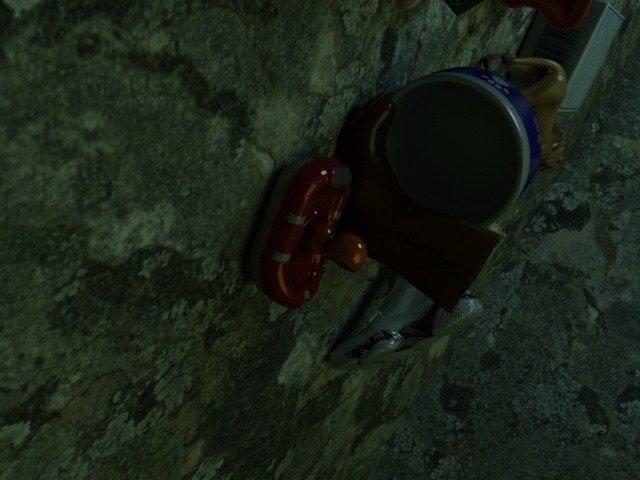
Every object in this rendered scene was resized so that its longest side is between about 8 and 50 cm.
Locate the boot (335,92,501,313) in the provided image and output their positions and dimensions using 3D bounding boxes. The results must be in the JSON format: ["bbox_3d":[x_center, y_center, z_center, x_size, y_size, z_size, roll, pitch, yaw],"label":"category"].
[{"bbox_3d":[0.144,-0.059,1.011,0.096,0.280,0.264,-10,126,-61],"label":"boot"}]

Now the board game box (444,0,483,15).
[{"bbox_3d":[0.333,-0.460,0.919,0.317,0.046,0.213,-14,-140,56],"label":"board game box"}]

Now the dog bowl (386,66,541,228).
[{"bbox_3d":[0.221,-0.150,1.081,0.104,0.265,0.265,-35,146,-50],"label":"dog bowl"}]

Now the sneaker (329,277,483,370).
[{"bbox_3d":[0.169,0.154,1.510,0.366,0.210,0.137,-24,155,6],"label":"sneaker"}]

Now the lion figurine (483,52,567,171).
[{"bbox_3d":[0.476,-0.283,1.470,0.240,0.142,0.392,-9,151,-3],"label":"lion figurine"}]

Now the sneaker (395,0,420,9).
[{"bbox_3d":[0.129,-0.390,0.893,0.070,0.051,0.134,6,124,-45],"label":"sneaker"}]

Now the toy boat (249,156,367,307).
[{"bbox_3d":[0.000,0.000,0.956,0.151,0.151,0.231,-13,129,-59],"label":"toy boat"}]

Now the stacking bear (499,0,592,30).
[{"bbox_3d":[0.486,-0.558,1.284,0.289,0.175,0.164,-49,164,-44],"label":"stacking bear"}]

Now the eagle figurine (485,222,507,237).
[{"bbox_3d":[0.368,-0.071,1.626,0.226,0.225,0.298,-26,-156,21],"label":"eagle figurine"}]

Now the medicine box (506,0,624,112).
[{"bbox_3d":[0.615,-0.470,1.635,0.289,0.149,0.263,-18,134,-57],"label":"medicine box"}]

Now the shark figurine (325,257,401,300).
[{"bbox_3d":[0.128,0.015,1.309,0.166,0.116,0.278,-29,153,16],"label":"shark figurine"}]
